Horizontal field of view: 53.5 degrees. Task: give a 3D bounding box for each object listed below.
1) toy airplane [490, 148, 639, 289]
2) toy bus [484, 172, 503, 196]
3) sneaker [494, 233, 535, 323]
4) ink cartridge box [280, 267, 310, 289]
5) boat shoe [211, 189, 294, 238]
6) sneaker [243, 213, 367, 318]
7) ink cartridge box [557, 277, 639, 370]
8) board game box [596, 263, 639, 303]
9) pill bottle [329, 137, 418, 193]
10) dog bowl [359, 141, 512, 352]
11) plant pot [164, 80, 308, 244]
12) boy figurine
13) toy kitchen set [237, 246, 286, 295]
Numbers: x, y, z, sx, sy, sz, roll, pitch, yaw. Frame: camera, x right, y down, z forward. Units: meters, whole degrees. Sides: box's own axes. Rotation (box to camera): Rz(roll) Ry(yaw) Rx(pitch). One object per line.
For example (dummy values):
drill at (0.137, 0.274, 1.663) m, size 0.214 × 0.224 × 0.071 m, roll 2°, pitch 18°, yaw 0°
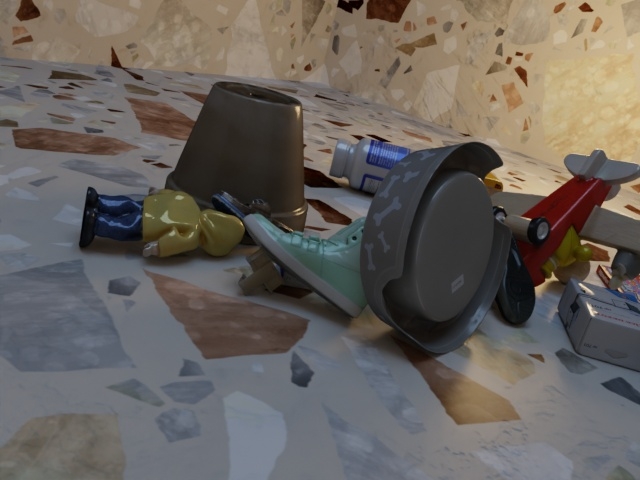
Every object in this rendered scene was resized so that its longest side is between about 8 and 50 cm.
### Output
toy airplane at (0.577, -0.029, 1.472) m, size 0.384 × 0.272 × 0.386 m, roll -13°, pitch 29°, yaw 18°
toy bus at (0.445, -0.179, 1.966) m, size 0.108 × 0.130 × 0.332 m, roll 10°, pitch 21°, yaw -10°
sneaker at (0.361, 0.090, 1.305) m, size 0.087 × 0.130 × 0.227 m, roll 11°, pitch 48°, yaw -22°
ink cartridge box at (0.030, 0.061, 1.194) m, size 0.207 × 0.046 × 0.097 m, roll 11°, pitch 22°, yaw -9°
boat shoe at (-0.128, -0.044, 1.232) m, size 0.183 × 0.066 × 0.066 m, roll 40°, pitch -23°, yaw -22°
sneaker at (0.000, 0.000, 1.090) m, size 0.256 × 0.151 × 0.094 m, roll 37°, pitch -9°, yaw 0°
ink cartridge box at (0.558, 0.160, 1.236) m, size 0.140 × 0.082 × 0.190 m, roll 16°, pitch 19°, yaw 4°
board game box at (0.768, 0.135, 1.514) m, size 0.145 × 0.027 × 0.281 m, roll 16°, pitch 21°, yaw 2°
pill bottle at (0.169, -0.209, 1.832) m, size 0.272 × 0.152 × 0.152 m, roll 15°, pitch 21°, yaw 1°
dog bowl at (0.196, 0.006, 1.057) m, size 0.102 × 0.349 × 0.349 m, roll 15°, pitch 16°, yaw 41°
plant pot at (-0.160, -0.182, 1.372) m, size 0.323 × 0.280 × 0.323 m, roll 13°, pitch 19°, yaw -5°
boy figurine at (-0.283, -0.034, 1.155) m, size 0.285 × 0.092 × 0.177 m, roll 6°, pitch 41°, yaw -24°
toy kitchen set at (-0.118, 0.052, 1.100) m, size 0.068 × 0.083 × 0.075 m, roll -36°, pitch 37°, yaw -9°
